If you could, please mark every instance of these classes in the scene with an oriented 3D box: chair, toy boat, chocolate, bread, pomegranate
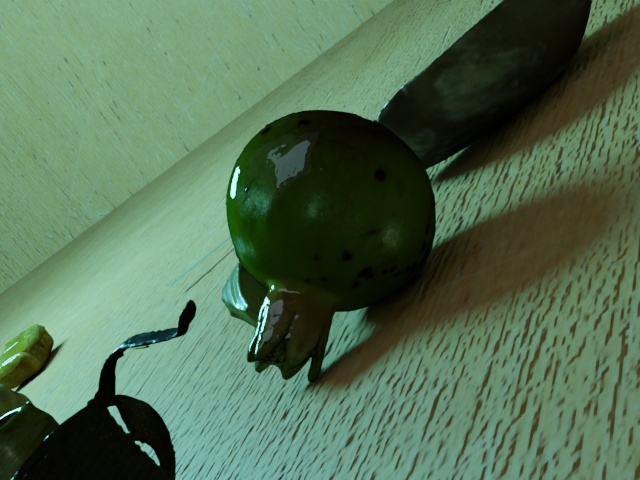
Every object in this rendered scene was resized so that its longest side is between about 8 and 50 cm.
[{"bbox_3d":[-0.098,0.150,0.598,0.213,0.149,0.174,-33,13,48],"label":"chair"},{"bbox_3d":[-0.044,0.032,1.069,0.066,0.065,0.172,-44,12,26],"label":"toy boat"},{"bbox_3d":[0.151,-0.143,1.111,0.254,0.080,0.157,-42,-3,-21],"label":"chocolate"},{"bbox_3d":[-0.438,0.171,1.817,0.074,0.053,0.132,-37,13,11],"label":"bread"},{"bbox_3d":[0.000,0.000,0.887,0.159,0.159,0.205,-19,47,60],"label":"pomegranate"}]

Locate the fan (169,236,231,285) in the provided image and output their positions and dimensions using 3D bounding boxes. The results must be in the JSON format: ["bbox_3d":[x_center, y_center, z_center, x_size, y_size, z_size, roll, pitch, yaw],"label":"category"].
[{"bbox_3d":[-0.065,-0.040,1.566,0.329,0.009,0.190,-40,12,-20],"label":"fan"}]

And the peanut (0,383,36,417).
[{"bbox_3d":[-0.351,0.250,1.018,0.153,0.140,0.325,-6,33,41],"label":"peanut"}]

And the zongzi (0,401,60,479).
[{"bbox_3d":[-0.275,0.261,0.784,0.260,0.123,0.289,-37,14,36],"label":"zongzi"}]
